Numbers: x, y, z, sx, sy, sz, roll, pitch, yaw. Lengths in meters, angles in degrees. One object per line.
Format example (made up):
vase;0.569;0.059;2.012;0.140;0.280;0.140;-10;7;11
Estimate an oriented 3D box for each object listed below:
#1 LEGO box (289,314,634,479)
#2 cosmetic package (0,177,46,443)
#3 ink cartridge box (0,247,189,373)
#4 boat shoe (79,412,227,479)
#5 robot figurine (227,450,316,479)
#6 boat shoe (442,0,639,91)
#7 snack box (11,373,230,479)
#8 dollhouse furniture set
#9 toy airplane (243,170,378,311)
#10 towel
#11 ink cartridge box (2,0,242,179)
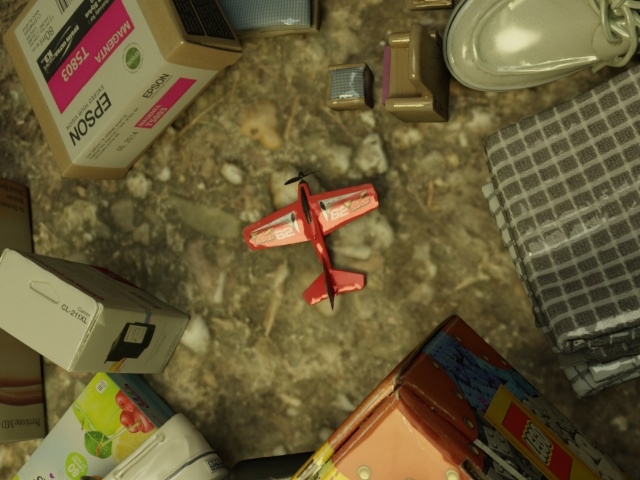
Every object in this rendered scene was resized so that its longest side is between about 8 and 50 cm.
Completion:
LEGO box;0.044;0.365;0.629;0.372;0.193;0.500;44;107;9
cosmetic package;-0.403;0.080;1.016;0.129;0.153;0.296;-11;80;19
ink cartridge box;-0.235;0.074;0.942;0.127;0.175;0.072;27;92;21
boat shoe;-0.208;0.263;0.885;0.258;0.095;0.084;-36;73;0
robot figurine;0.009;0.292;0.828;0.278;0.173;0.209;-8;77;18
boat shoe;0.272;-0.213;0.789;0.367;0.156;0.136;-19;110;20
snack box;-0.218;0.265;0.965;0.174;0.070;0.207;41;98;19
dollhouse furniture set;-0.036;-0.271;0.910;0.303;0.198;0.286;1;82;20
toy airplane;0.000;0.000;0.947;0.151;0.028;0.151;-3;82;21
towel;0.289;-0.030;0.778;0.283;0.121;0.235;-23;62;15
ink cartridge box;-0.216;-0.207;0.986;0.234;0.088;0.193;-39;69;32
